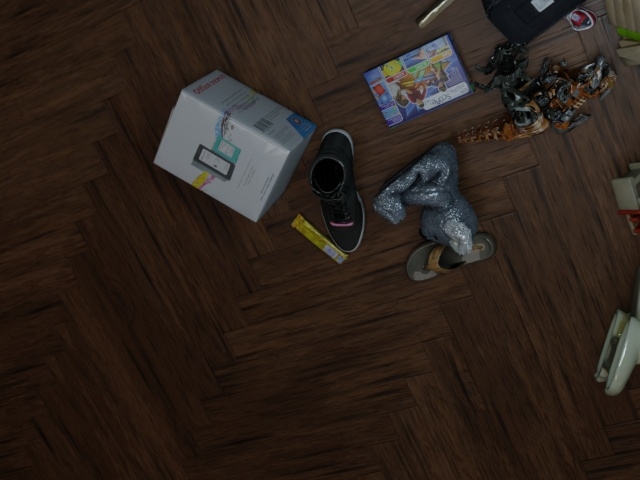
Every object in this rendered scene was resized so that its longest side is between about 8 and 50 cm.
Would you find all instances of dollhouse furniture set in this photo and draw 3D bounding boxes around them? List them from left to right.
[{"bbox_3d":[0.714,-0.089,1.749,0.259,0.262,0.135,-2,120,56],"label":"dollhouse furniture set"}]

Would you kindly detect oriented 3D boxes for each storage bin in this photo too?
[{"bbox_3d":[0.405,-0.470,1.694,0.180,0.084,0.122,-35,129,29],"label":"storage bin"}]

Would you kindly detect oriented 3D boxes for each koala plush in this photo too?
[{"bbox_3d":[0.258,-0.074,1.929,0.203,0.196,0.221,-39,94,18],"label":"koala plush"}]

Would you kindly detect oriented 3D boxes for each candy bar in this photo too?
[{"bbox_3d":[0.000,0.000,2.139,0.161,0.018,0.040,39,123,-2],"label":"candy bar"}]

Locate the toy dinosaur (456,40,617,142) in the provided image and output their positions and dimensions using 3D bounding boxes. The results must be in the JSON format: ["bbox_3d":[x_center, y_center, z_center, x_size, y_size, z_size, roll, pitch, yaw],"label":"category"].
[{"bbox_3d":[0.423,-0.282,1.806,0.322,0.164,0.218,-38,115,7],"label":"toy dinosaur"}]

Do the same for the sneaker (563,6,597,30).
[{"bbox_3d":[0.481,-0.443,1.750,0.118,0.067,0.042,21,118,8],"label":"sneaker"}]

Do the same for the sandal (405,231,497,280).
[{"bbox_3d":[0.292,0.041,2.037,0.219,0.060,0.090,-14,109,23],"label":"sandal"}]

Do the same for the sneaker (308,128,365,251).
[{"bbox_3d":[0.031,-0.089,2.015,0.104,0.147,0.296,0,115,16],"label":"sneaker"}]

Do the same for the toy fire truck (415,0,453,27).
[{"bbox_3d":[0.258,-0.517,1.705,0.158,0.217,0.246,9,117,14],"label":"toy fire truck"}]

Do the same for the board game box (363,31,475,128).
[{"bbox_3d":[0.209,-0.337,1.906,0.201,0.035,0.136,-20,106,25],"label":"board game box"}]

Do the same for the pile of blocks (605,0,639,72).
[{"bbox_3d":[0.675,-0.363,1.719,0.112,0.149,0.362,-42,110,-14],"label":"pile of blocks"}]

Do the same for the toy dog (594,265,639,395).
[{"bbox_3d":[0.822,0.223,1.859,0.408,0.284,0.395,19,84,10],"label":"toy dog"}]

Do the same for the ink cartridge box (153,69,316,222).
[{"bbox_3d":[-0.189,-0.216,2.000,0.270,0.198,0.197,30,120,4],"label":"ink cartridge box"}]
